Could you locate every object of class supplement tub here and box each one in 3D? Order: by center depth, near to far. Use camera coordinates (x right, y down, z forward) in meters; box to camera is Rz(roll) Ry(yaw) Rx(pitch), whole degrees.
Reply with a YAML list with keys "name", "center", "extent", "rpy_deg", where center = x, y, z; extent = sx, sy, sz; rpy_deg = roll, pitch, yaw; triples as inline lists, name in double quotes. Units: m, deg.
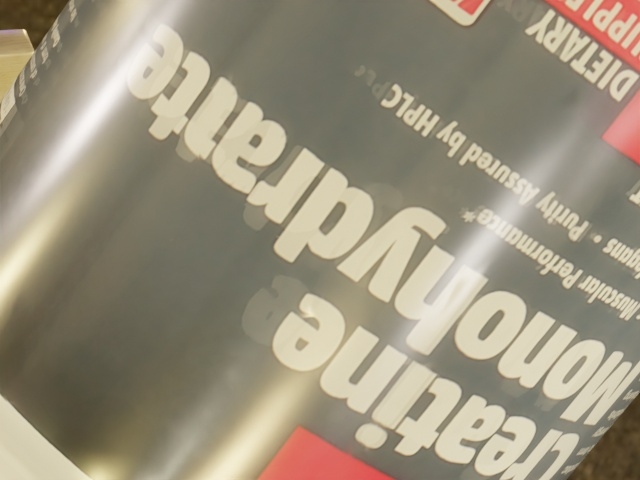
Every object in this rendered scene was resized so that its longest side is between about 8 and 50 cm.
- name: "supplement tub"
  center: [0.000, 0.000, 0.434]
  extent: [0.191, 0.272, 0.191]
  rpy_deg: [35, 13, -9]

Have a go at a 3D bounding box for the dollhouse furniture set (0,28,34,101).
- name: "dollhouse furniture set"
  center: [-0.294, -0.113, 1.088]
  extent: [0.144, 0.151, 0.123]
  rpy_deg: [-8, 52, -25]
